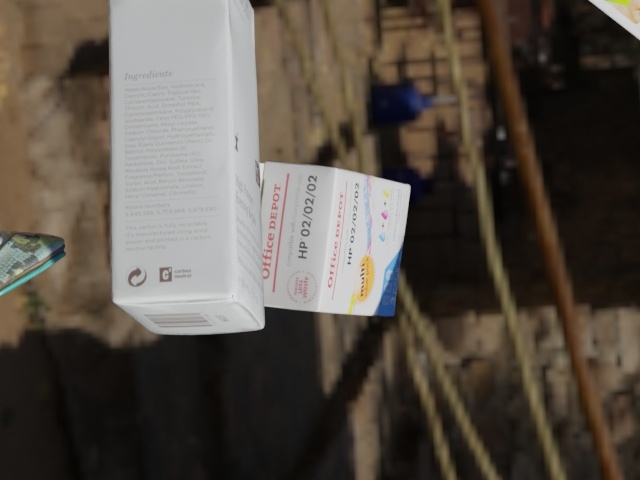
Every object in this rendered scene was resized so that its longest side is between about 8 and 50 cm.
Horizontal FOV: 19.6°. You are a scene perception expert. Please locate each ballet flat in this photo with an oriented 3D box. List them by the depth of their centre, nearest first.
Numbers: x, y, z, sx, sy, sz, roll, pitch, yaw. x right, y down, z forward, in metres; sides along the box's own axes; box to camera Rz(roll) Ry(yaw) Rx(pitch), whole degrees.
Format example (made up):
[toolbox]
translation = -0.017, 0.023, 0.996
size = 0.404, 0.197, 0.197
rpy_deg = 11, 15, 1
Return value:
[ballet flat]
translation = -0.309, 0.041, 1.550
size = 0.221, 0.077, 0.079
rpy_deg = -42, 99, -31

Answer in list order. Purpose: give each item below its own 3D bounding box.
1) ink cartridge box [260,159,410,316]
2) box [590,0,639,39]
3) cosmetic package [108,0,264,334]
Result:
[ink cartridge box]
translation = 0.000, 0.000, 1.340
size = 0.181, 0.061, 0.104
rpy_deg = 7, 89, -65
[box]
translation = 0.200, -0.218, 1.162
size = 0.114, 0.203, 0.103
rpy_deg = -43, -161, 41
[cosmetic package]
translation = -0.086, -0.061, 1.203
size = 0.117, 0.085, 0.231
rpy_deg = 60, 29, -76
